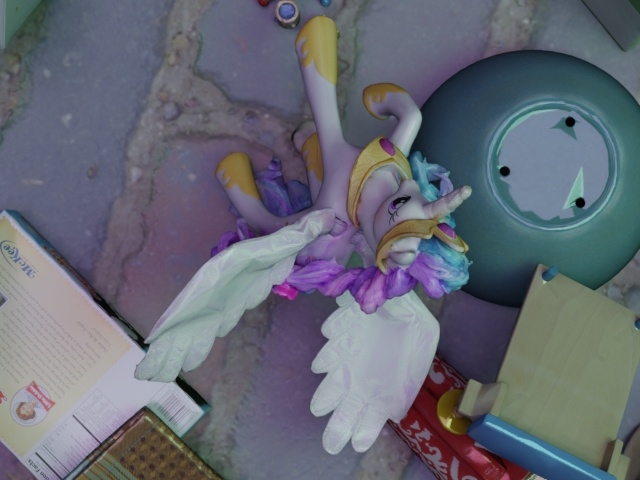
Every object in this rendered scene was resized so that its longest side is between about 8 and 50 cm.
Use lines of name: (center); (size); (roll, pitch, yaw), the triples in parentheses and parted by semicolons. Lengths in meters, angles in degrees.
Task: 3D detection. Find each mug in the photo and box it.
mug: (0.150, 0.197, 1.275); (0.169, 0.150, 0.113); (45, 63, 7)

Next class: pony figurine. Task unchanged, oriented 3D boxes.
pony figurine: (0.000, 0.000, 1.181); (0.303, 0.363, 0.351); (19, 119, -31)

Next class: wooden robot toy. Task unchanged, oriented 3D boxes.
wooden robot toy: (-0.039, -0.293, 1.323); (0.076, 0.079, 0.173); (-25, 87, 1)

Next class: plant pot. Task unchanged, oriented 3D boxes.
plant pot: (0.229, -0.072, 1.248); (0.290, 0.195, 0.290); (0, 88, 3)

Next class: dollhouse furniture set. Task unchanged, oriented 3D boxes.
dollhouse furniture set: (0.280, 0.140, 1.221); (0.303, 0.198, 0.286); (26, 63, -5)

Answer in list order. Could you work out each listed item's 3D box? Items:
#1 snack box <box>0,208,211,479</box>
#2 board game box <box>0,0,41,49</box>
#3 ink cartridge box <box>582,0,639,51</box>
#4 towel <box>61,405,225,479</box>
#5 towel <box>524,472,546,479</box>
snack box: (-0.302, 0.142, 1.331); (0.187, 0.060, 0.322); (-45, 88, 1)
board game box: (-0.436, -0.333, 1.267); (0.303, 0.224, 0.097); (16, 131, 1)
ink cartridge box: (0.299, -0.290, 1.230); (0.056, 0.235, 0.171); (-38, 87, 4)
towel: (-0.236, 0.392, 1.300); (0.370, 0.040, 0.271); (-43, 107, -1)
towel: (0.277, 0.304, 1.320); (0.148, 0.027, 0.110); (44, 90, 4)
